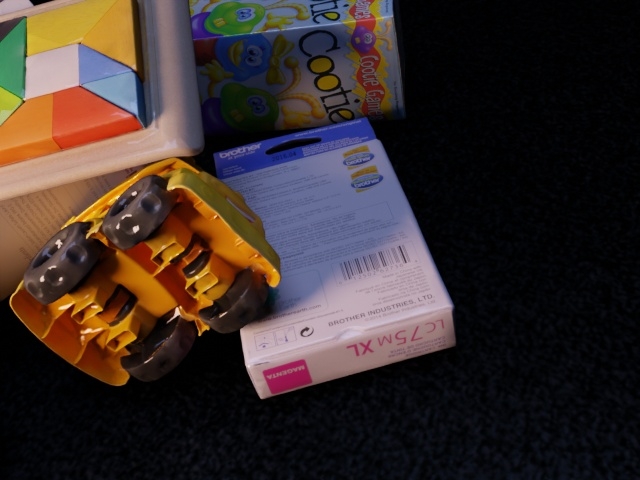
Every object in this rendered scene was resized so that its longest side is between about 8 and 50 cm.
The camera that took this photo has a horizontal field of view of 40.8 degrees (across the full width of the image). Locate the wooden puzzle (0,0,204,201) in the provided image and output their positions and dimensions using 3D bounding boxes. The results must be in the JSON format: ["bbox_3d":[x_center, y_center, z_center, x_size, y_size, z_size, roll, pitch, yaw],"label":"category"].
[{"bbox_3d":[-0.233,-0.147,0.778,0.239,0.044,0.221,-11,59,1],"label":"wooden puzzle"}]

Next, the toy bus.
[{"bbox_3d":[-0.144,-0.004,0.795,0.220,0.149,0.211,-31,28,24],"label":"toy bus"}]

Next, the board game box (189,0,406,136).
[{"bbox_3d":[-0.039,-0.232,1.055,0.275,0.142,0.144,-4,43,9],"label":"board game box"}]

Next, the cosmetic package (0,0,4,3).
[{"bbox_3d":[-0.565,-0.287,1.273,0.060,0.099,0.239,18,49,32],"label":"cosmetic package"}]

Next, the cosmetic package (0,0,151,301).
[{"bbox_3d":[-0.384,-0.045,0.854,0.385,0.156,0.217,-38,62,-15],"label":"cosmetic package"}]

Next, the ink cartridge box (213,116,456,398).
[{"bbox_3d":[0.000,0.000,0.854,0.186,0.065,0.311,-15,45,-2],"label":"ink cartridge box"}]
